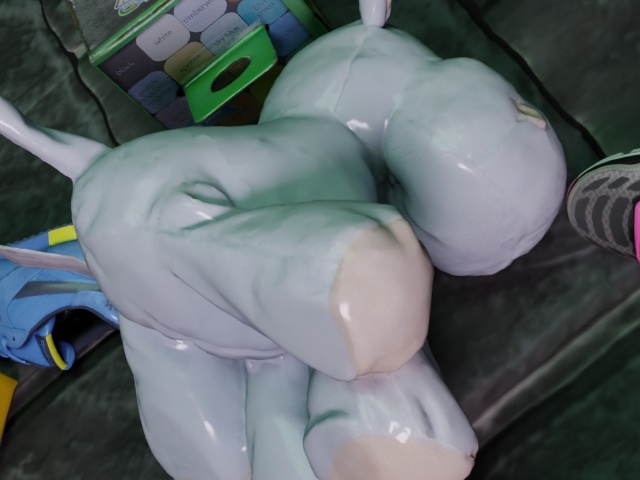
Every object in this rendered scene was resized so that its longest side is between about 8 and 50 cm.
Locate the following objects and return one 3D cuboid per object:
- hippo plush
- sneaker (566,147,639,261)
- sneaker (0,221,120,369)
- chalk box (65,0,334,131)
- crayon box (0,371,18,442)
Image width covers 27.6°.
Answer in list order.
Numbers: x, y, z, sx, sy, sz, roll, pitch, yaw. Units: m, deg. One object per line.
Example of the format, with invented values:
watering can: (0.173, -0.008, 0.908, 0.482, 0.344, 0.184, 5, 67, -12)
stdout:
hippo plush: (0.000, 0.000, 0.715, 0.294, 0.234, 0.236, 26, 47, 27)
sneaker: (0.184, 0.004, 0.628, 0.170, 0.063, 0.075, 22, 40, 37)
sneaker: (-0.209, 0.052, 0.879, 0.209, 0.069, 0.082, -17, 58, 25)
chalk box: (-0.081, -0.154, 0.879, 0.132, 0.132, 0.213, -36, 49, 9)
crayon box: (-0.441, 0.094, 0.842, 0.363, 0.313, 0.106, -8, 61, 30)
